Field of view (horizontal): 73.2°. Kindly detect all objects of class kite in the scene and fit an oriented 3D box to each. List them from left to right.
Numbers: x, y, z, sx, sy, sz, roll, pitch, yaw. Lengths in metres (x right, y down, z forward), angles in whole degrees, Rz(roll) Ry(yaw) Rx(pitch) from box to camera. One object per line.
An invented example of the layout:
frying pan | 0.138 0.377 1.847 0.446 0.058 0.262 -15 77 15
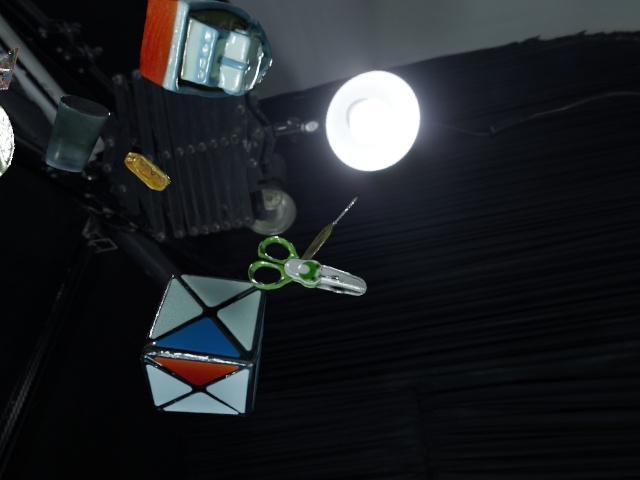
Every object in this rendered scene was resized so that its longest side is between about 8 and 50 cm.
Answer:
kite | -0.880 -0.459 1.161 0.159 0.190 0.010 48 173 16

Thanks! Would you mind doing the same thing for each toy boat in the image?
toy boat | -0.147 -0.303 0.704 0.332 0.133 0.145 -66 -5 -67

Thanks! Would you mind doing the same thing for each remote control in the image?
remote control | -0.667 -0.276 1.166 0.107 0.377 0.044 8 -108 -35

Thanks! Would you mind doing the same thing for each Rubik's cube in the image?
Rubik's cube | -0.267 0.254 1.050 0.246 0.249 0.248 -89 9 -49

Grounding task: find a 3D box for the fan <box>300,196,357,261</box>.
fan | -0.001 -0.001 1.266 0.011 0.335 0.229 39 -165 -6

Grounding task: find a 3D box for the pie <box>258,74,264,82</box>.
pie | -0.266 -0.460 1.095 0.068 0.282 0.129 57 144 38

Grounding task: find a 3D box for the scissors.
scissors | -0.019 0.056 0.748 0.027 0.204 0.101 88 -162 -61

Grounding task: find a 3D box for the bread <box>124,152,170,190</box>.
bread | -0.501 -0.200 1.248 0.132 0.074 0.053 47 -116 -42

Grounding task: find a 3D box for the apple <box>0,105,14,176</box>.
apple | -0.445 -0.140 0.476 0.195 0.160 0.173 112 165 -62
